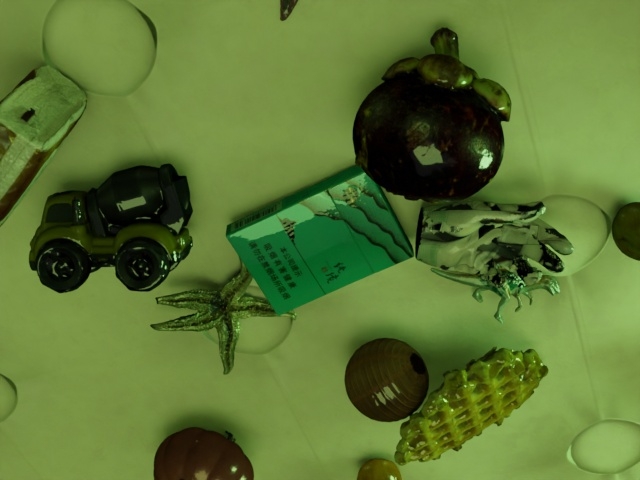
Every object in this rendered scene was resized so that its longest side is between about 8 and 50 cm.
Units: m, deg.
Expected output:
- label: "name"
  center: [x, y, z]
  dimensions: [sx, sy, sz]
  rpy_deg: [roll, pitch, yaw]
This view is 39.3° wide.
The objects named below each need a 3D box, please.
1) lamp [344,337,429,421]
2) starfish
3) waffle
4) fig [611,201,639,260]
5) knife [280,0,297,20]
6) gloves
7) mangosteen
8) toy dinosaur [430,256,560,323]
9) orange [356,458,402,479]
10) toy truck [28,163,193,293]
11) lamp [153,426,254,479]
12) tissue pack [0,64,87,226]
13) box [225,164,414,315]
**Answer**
- label: "lamp"
  center: [0.105, 0.219, 1.415]
  dimensions: [0.137, 0.136, 0.136]
  rpy_deg: [0, 126, 0]
- label: "starfish"
  center: [-0.148, 0.114, 1.383]
  dimensions: [0.224, 0.050, 0.216]
  rpy_deg: [4, 108, -7]
- label: "waffle"
  center: [0.242, 0.268, 1.441]
  dimensions: [0.291, 0.051, 0.291]
  rpy_deg: [-22, 143, -18]
- label: "fig"
  center: [0.459, -0.003, 1.275]
  dimensions: [0.082, 0.098, 0.084]
  rpy_deg: [9, 137, -9]
- label: "knife"
  center: [-0.018, -0.371, 1.054]
  dimensions: [0.036, 0.018, 0.247]
  rpy_deg: [7, 129, -9]
- label: "gloves"
  center: [0.246, -0.002, 1.273]
  dimensions: [0.212, 0.111, 0.127]
  rpy_deg: [5, 100, 0]
- label: "mangosteen"
  center: [0.142, -0.156, 1.122]
  dimensions: [0.192, 0.192, 0.217]
  rpy_deg: [11, 102, -8]
- label: "toy dinosaur"
  center: [0.271, 0.056, 1.358]
  dimensions: [0.187, 0.044, 0.106]
  rpy_deg: [36, 106, -9]
- label: "orange"
  center: [0.104, 0.431, 1.612]
  dimensions: [0.083, 0.070, 0.083]
  rpy_deg: [-10, 132, -12]
- label: "toy truck"
  center: [-0.290, -0.022, 1.247]
  dimensions: [0.225, 0.147, 0.165]
  rpy_deg: [-2, 103, 4]
- label: "lamp"
  center: [-0.199, 0.397, 1.552]
  dimensions: [0.182, 0.140, 0.182]
  rpy_deg: [12, 132, 14]
- label: "tissue pack"
  center: [-0.403, -0.099, 1.147]
  dimensions: [0.092, 0.183, 0.226]
  rpy_deg: [34, 119, -17]
- label: "box"
  center: [0.000, 0.000, 1.297]
  dimensions: [0.227, 0.042, 0.160]
  rpy_deg: [-24, 120, 12]
